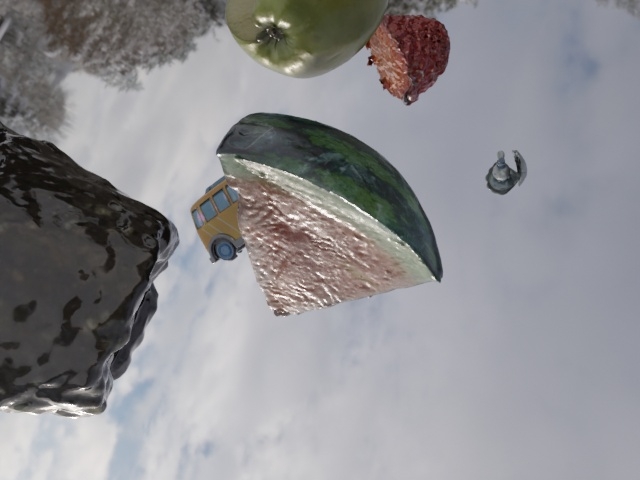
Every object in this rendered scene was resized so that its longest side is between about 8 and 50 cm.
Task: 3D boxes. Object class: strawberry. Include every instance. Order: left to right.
[{"bbox_3d":[0.220,-0.439,1.499,0.178,0.233,0.234,-26,-150,-7],"label":"strawberry"}]

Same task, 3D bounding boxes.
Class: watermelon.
[{"bbox_3d":[0.013,-0.020,0.552,0.136,0.207,0.202,-48,167,-27],"label":"watermelon"}]

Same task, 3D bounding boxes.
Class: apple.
[{"bbox_3d":[-0.013,-0.420,1.163,0.295,0.233,0.257,-10,-135,53],"label":"apple"}]

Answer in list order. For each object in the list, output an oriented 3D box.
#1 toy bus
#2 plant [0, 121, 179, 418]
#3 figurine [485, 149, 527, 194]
[{"bbox_3d":[-0.131,-0.060,1.158,0.210,0.136,0.126,-31,-178,27],"label":"toy bus"},{"bbox_3d":[-0.260,0.013,0.494,0.188,0.276,0.198,-74,-172,-70],"label":"plant"},{"bbox_3d":[0.391,-0.149,1.362,0.082,0.086,0.094,-7,-113,8],"label":"figurine"}]
